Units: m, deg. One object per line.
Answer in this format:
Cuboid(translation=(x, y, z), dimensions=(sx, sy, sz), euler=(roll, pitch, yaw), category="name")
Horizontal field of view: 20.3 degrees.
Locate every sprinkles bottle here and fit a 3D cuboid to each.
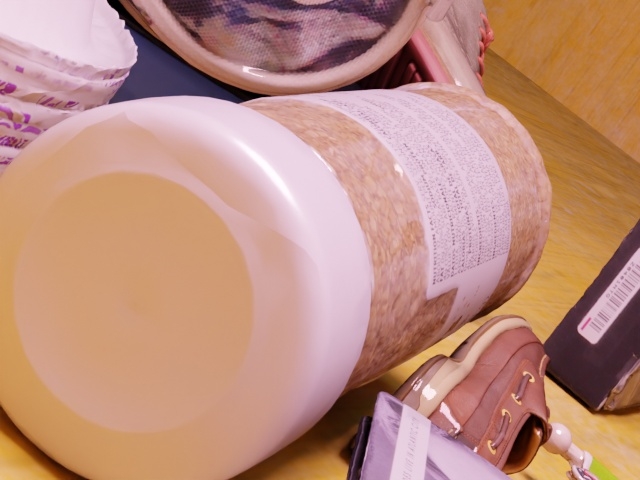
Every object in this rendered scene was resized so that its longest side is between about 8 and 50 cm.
Cuboid(translation=(0.000, 0.000, 0.696), dimensions=(0.121, 0.121, 0.355), euler=(38, 16, 11), category="sprinkles bottle")

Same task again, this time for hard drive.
Cuboid(translation=(0.282, 0.007, 1.228), dimensions=(0.064, 0.237, 0.339), euler=(40, 12, 18), category="hard drive")

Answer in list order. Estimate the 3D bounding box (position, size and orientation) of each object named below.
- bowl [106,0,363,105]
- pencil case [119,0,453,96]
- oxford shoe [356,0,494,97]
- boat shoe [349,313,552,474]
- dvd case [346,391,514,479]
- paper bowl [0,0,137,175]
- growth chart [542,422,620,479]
Cuboid(translation=(-0.104, -0.114, 1.007), dimensions=(0.391, 0.077, 0.391), euler=(34, 12, -8), category="bowl")
Cuboid(translation=(-0.028, -0.193, 0.941), dimensions=(0.183, 0.160, 0.410), euler=(8, 17, -8), category="pencil case")
Cuboid(translation=(0.074, -0.125, 1.180), dimensions=(0.130, 0.123, 0.348), euler=(-8, 56, -28), category="oxford shoe")
Cuboid(translation=(0.070, 0.080, 0.794), dimensions=(0.060, 0.064, 0.178), euler=(45, 20, 10), category="boat shoe")
Cuboid(translation=(0.100, 0.138, 0.574), dimensions=(0.221, 0.018, 0.164), euler=(35, 13, -2), category="dvd case")
Cuboid(translation=(-0.194, -0.137, 0.681), dimensions=(0.284, 0.148, 0.284), euler=(35, 11, -8), category="paper bowl")
Cuboid(translation=(0.187, 0.180, 0.791), dimensions=(0.172, 0.021, 0.237), euler=(39, 8, -20), category="growth chart")
